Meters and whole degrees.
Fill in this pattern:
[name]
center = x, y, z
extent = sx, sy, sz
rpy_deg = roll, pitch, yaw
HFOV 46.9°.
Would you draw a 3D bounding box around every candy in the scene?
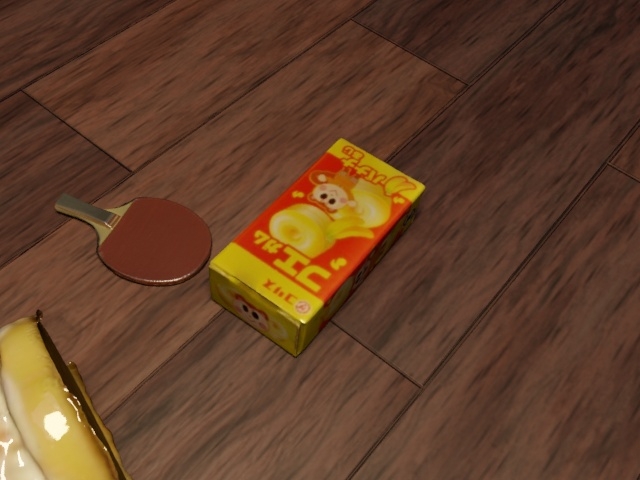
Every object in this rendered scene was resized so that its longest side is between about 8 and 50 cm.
[candy]
center = 0.000, 0.000, 0.943
extent = 0.146, 0.088, 0.276
rpy_deg = 32, 56, 16

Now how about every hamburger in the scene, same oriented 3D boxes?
[hamburger]
center = -0.286, 0.204, 0.669
extent = 0.186, 0.261, 0.302
rpy_deg = -25, 41, -17

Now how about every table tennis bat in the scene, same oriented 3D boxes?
[table tennis bat]
center = -0.248, -0.012, 0.970
extent = 0.220, 0.019, 0.130
rpy_deg = 21, 55, 9
